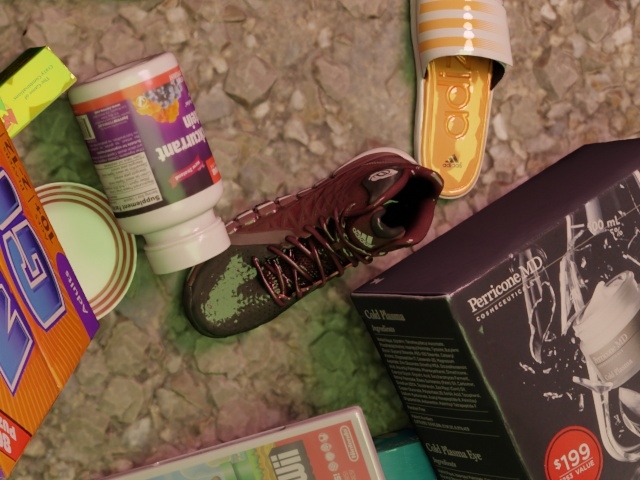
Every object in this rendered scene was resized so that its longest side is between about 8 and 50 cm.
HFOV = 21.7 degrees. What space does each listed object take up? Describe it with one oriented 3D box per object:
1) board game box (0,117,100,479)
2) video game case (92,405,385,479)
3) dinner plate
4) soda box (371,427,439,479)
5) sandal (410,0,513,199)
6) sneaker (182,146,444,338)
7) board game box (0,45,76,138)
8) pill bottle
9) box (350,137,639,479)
[{"bbox_3d":[-0.433,0.028,1.303,0.357,0.356,0.356,-22,102,8],"label":"board game box"},{"bbox_3d":[-0.065,0.292,1.609,0.285,0.025,0.204,-17,97,11],"label":"video game case"},{"bbox_3d":[-0.246,0.014,1.600,0.141,0.017,0.141,-2,96,-19],"label":"dinner plate"},{"bbox_3d":[0.012,0.251,1.682,0.210,0.067,0.071,-13,98,-18],"label":"soda box"},{"bbox_3d":[0.149,-0.173,1.686,0.102,0.076,0.265,-2,95,-19],"label":"sandal"},{"bbox_3d":[0.000,0.000,1.605,0.281,0.162,0.106,-37,105,-13],"label":"sneaker"},{"bbox_3d":[-0.311,-0.103,1.528,0.181,0.092,0.043,-44,107,-10],"label":"board game box"},{"bbox_3d":[-0.155,-0.071,1.576,0.108,0.108,0.193,-24,102,-15],"label":"pill bottle"},{"bbox_3d":[0.259,0.108,1.661,0.343,0.179,0.312,-32,103,-27],"label":"box"}]
